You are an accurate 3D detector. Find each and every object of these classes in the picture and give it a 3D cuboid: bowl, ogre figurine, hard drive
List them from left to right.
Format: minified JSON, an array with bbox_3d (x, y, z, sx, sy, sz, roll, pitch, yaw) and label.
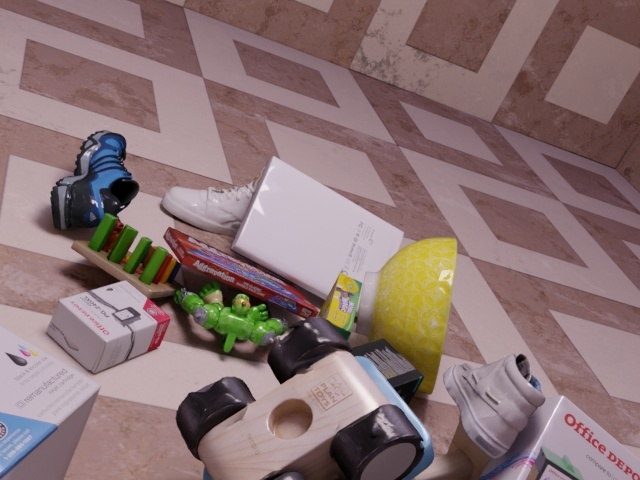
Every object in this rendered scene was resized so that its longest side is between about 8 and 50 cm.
[{"bbox_3d":[-0.146,0.133,1.552,0.197,0.097,0.118,39,3,-16],"label":"ogre figurine"},{"bbox_3d":[0.000,0.000,1.819,0.318,0.040,0.210,29,64,-17],"label":"hard drive"},{"bbox_3d":[0.149,0.126,1.677,0.155,0.290,0.289,9,24,5],"label":"bowl"}]

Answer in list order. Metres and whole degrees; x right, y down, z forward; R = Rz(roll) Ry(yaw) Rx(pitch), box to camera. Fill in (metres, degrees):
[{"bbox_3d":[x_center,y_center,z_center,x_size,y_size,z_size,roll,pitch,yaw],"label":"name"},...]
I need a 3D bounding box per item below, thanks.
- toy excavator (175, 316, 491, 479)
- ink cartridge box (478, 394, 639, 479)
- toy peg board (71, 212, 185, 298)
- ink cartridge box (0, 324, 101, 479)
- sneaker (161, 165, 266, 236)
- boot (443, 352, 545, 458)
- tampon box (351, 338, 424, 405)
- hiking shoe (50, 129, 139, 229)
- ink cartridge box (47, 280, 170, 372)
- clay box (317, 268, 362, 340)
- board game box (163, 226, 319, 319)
[{"bbox_3d":[0.063,0.309,1.283,0.432,0.445,0.222,-31,51,-13],"label":"toy excavator"},{"bbox_3d":[0.319,0.385,1.266,0.201,0.117,0.278,40,61,-4],"label":"ink cartridge box"},{"bbox_3d":[-0.308,0.021,1.562,0.161,0.079,0.160,32,6,11],"label":"toy peg board"},{"bbox_3d":[-0.425,0.203,0.990,0.270,0.197,0.198,29,24,6],"label":"ink cartridge box"},{"bbox_3d":[-0.166,-0.095,1.891,0.292,0.169,0.108,17,27,-18],"label":"sneaker"},{"bbox_3d":[0.261,0.215,1.344,0.095,0.123,0.258,40,9,-11],"label":"boot"},{"bbox_3d":[0.067,0.247,1.495,0.101,0.120,0.161,41,28,28],"label":"tampon box"},{"bbox_3d":[-0.399,-0.106,1.724,0.132,0.113,0.304,8,35,1],"label":"hiking shoe"},{"bbox_3d":[-0.323,0.129,1.407,0.109,0.063,0.150,36,25,20],"label":"ink cartridge box"},{"bbox_3d":[0.021,0.150,1.637,0.053,0.128,0.222,26,25,-2],"label":"clay box"},{"bbox_3d":[-0.144,0.062,1.664,0.281,0.027,0.145,27,6,-29],"label":"board game box"}]
